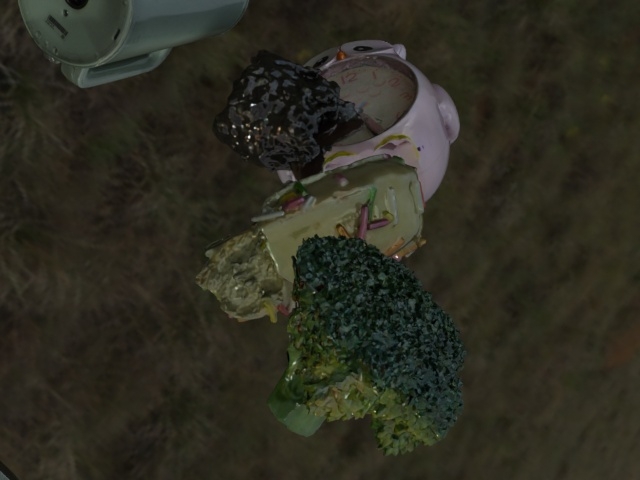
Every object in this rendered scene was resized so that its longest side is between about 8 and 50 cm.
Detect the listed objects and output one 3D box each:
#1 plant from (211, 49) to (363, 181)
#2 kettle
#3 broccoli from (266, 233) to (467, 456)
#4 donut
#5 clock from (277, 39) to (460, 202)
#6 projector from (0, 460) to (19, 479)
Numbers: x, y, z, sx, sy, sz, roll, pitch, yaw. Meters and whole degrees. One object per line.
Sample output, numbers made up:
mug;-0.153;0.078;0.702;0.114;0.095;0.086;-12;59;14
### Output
plant;-0.051;-0.190;1.794;0.204;0.234;0.178;-51;-176;38
kettle;-0.267;-0.349;1.627;0.318;0.205;0.265;-33;132;-58
broccoli;0.027;0.108;1.002;0.194;0.220;0.194;-39;164;-13
donut;0.003;0.000;1.570;0.307;0.150;0.371;-23;174;-27
clock;0.086;-0.219;2.184;0.368;0.377;0.251;-17;136;6
projector;-0.580;0.429;1.918;0.082;0.083;0.083;-43;-166;-10
